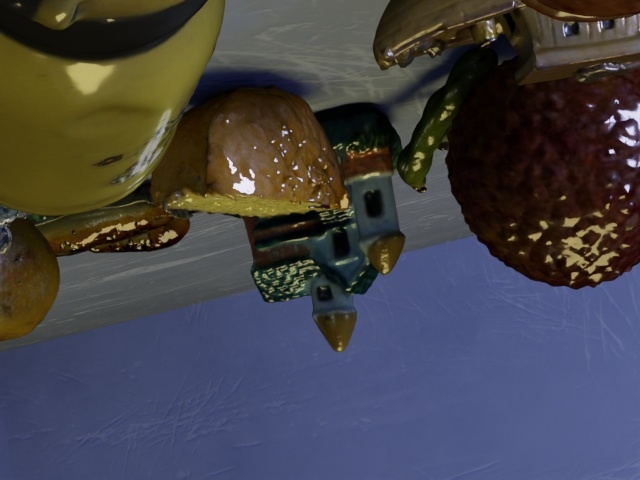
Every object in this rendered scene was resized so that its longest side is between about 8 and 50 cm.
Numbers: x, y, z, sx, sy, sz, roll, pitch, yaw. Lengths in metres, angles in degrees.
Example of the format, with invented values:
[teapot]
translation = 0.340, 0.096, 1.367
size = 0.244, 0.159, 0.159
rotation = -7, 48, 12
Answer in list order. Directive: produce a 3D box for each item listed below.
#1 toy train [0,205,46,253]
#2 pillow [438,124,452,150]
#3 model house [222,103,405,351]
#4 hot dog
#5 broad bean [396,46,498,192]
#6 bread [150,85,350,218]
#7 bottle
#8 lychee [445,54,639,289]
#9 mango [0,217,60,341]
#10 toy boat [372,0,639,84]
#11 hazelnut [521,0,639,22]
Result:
[toy train]
translation = -0.342, -0.037, 1.076
size = 0.202, 0.081, 0.060
rotation = -39, 162, 18
[pillow]
translation = 0.338, -0.155, 1.297
size = 0.313, 0.119, 0.310
rotation = -15, 168, 31
[model house]
translation = 0.000, 0.000, 1.313
size = 0.253, 0.291, 0.184
rotation = -14, 177, 11
[hot dog]
translation = -0.317, -0.017, 1.448
size = 0.271, 0.081, 0.162
rotation = -11, 171, -1
[broad bean]
translation = 0.139, -0.135, 1.183
size = 0.053, 0.052, 0.256
rotation = 25, 143, -1
[bread]
translation = -0.077, -0.089, 1.077
size = 0.143, 0.139, 0.229
rotation = -14, 172, 28
[bottle]
translation = -0.133, -0.133, 0.557
size = 0.172, 0.171, 0.351
rotation = -9, 171, -21
[lychee]
translation = 0.250, -0.080, 1.057
size = 0.261, 0.260, 0.260
rotation = -12, 172, -2
[mango]
translation = -0.457, 0.032, 1.178
size = 0.330, 0.176, 0.175
rotation = 4, 135, -50
[toy boat]
translation = 0.201, -0.189, 0.853
size = 0.321, 0.121, 0.089
rotation = -12, 178, -2
[hazelnut]
translation = 0.154, -0.201, 0.543
size = 0.170, 0.160, 0.202
rotation = -13, 178, 19
